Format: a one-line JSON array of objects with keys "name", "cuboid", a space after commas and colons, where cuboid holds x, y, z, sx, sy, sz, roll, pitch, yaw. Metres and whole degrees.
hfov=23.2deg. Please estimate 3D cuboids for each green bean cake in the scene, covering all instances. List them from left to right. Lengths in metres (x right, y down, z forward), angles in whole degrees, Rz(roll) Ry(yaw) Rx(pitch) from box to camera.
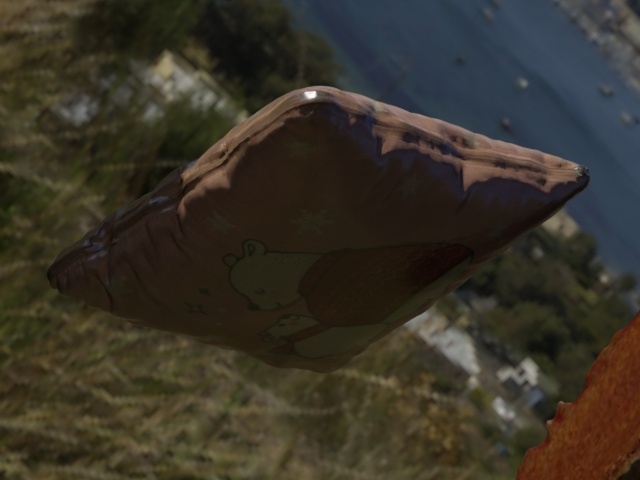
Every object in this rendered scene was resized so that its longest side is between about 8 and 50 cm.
[{"name": "green bean cake", "cuboid": [0.222, 0.132, 0.952, 0.198, 0.232, 0.097, 46, 6, -15]}]

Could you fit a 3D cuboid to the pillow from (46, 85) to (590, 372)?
[{"name": "pillow", "cuboid": [0.000, 0.000, 0.842, 0.223, 0.236, 0.084, 13, 55, -40]}]
